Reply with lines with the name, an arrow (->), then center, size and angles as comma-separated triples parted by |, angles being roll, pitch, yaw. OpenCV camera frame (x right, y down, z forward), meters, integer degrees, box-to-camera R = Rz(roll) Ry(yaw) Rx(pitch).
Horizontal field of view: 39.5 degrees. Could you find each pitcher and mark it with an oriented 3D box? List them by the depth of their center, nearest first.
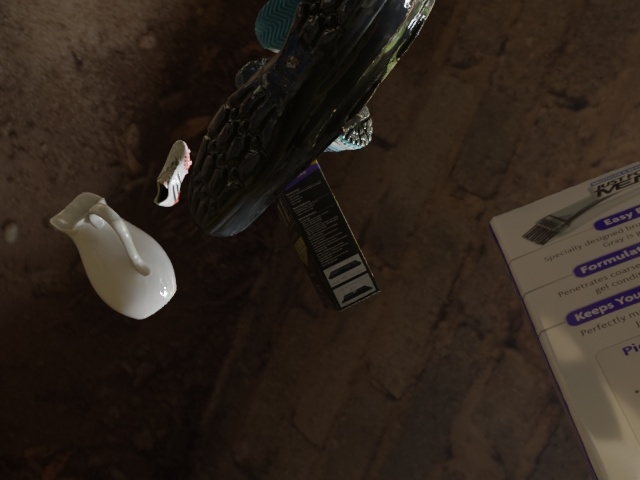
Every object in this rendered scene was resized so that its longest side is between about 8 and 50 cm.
pitcher -> -0.311, 0.024, 1.401 | 0.125, 0.177, 0.207 | -44, 113, -22

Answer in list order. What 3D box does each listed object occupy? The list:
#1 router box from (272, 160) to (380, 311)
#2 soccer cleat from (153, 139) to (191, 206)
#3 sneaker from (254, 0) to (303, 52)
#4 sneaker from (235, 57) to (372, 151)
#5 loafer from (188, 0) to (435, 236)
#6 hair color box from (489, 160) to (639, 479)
router box -> 0.000, 0.000, 1.574 | 0.081, 0.309, 0.243 | -26, 89, -5
soccer cleat -> -0.179, -0.079, 1.067 | 0.035, 0.029, 0.083 | -15, 127, -61
sneaker -> 0.025, -0.302, 1.157 | 0.228, 0.092, 0.087 | -24, 87, -1
sneaker -> -0.045, -0.209, 1.506 | 0.283, 0.122, 0.110 | 23, 62, -41
loafer -> -0.006, -0.088, 0.576 | 0.078, 0.076, 0.223 | 17, 117, -45
hair color box -> 0.222, 0.067, 0.483 | 0.185, 0.339, 0.110 | -21, 117, 10
